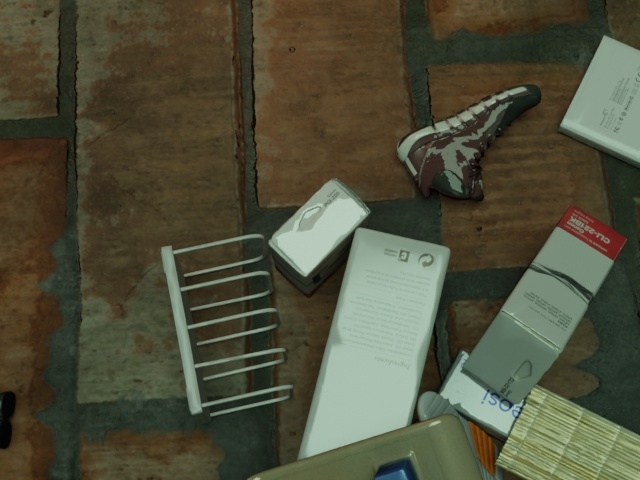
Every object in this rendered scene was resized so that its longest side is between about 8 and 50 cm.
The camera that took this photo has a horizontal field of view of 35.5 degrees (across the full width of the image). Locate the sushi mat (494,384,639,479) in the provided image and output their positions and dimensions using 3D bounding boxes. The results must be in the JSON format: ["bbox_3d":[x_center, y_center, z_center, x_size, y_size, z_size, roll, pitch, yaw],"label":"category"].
[{"bbox_3d":[0.455,0.367,1.612,0.317,0.019,0.151,26,76,7],"label":"sushi mat"}]

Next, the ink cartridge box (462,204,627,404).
[{"bbox_3d":[0.365,0.106,1.635,0.114,0.197,0.273,33,54,10],"label":"ink cartridge box"}]

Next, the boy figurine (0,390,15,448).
[{"bbox_3d":[-0.678,0.292,1.731,0.285,0.092,0.177,6,79,0],"label":"boy figurine"}]

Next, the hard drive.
[{"bbox_3d":[0.619,-0.226,1.835,0.308,0.040,0.203,26,79,8],"label":"hard drive"}]

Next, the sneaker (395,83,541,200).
[{"bbox_3d":[0.291,-0.159,1.809,0.281,0.106,0.162,-25,81,7],"label":"sneaker"}]

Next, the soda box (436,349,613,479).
[{"bbox_3d":[0.337,0.299,1.689,0.286,0.091,0.098,27,77,8],"label":"soda box"}]

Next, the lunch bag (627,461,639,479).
[{"bbox_3d":[0.574,0.431,1.651,0.219,0.090,0.176,19,75,6],"label":"lunch bag"}]

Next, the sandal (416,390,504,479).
[{"bbox_3d":[0.216,0.340,1.651,0.076,0.265,0.102,-22,34,33],"label":"sandal"}]

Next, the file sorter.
[{"bbox_3d":[-0.153,0.150,1.696,0.173,0.193,0.277,-11,76,-4],"label":"file sorter"}]

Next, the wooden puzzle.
[{"bbox_3d":[0.086,0.452,1.440,0.348,0.080,0.322,-20,90,9],"label":"wooden puzzle"}]

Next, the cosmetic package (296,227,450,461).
[{"bbox_3d":[0.083,0.232,1.646,0.162,0.230,0.453,13,76,6],"label":"cosmetic package"}]

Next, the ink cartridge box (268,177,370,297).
[{"bbox_3d":[0.000,0.000,1.710,0.092,0.218,0.158,43,82,11],"label":"ink cartridge box"}]
